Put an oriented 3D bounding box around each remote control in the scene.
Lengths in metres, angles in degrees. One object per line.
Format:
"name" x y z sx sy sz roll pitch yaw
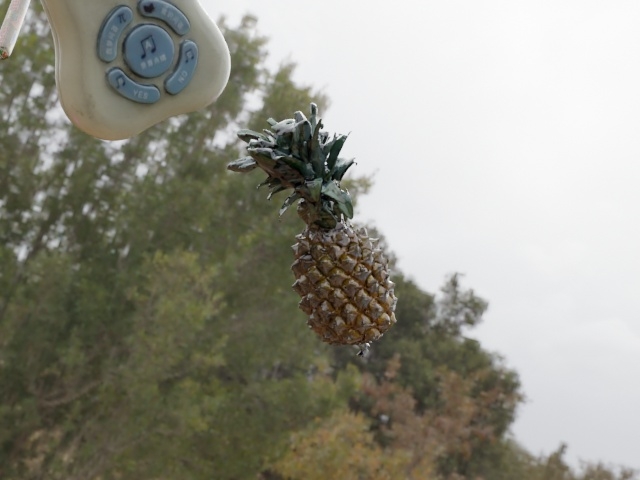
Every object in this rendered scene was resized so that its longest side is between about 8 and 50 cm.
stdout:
"remote control" -0.082 -0.103 0.382 0.032 0.074 0.122 24 -44 58

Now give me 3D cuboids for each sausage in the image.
"sausage" -0.256 -0.180 0.802 0.015 0.100 0.015 0 -44 0

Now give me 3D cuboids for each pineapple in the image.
"pineapple" 0.000 -0.001 0.806 0.103 0.083 0.221 0 -65 50
